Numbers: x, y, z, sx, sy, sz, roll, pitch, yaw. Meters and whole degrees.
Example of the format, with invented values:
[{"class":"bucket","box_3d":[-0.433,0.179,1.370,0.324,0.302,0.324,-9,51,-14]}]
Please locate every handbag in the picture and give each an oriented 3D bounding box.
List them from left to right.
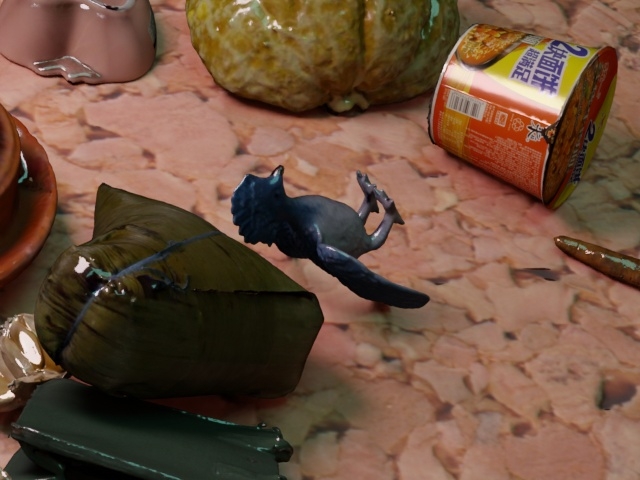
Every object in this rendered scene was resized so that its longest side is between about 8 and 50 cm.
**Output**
[{"class":"handbag","box_3d":[-0.155,0.206,1.622,0.260,0.079,0.247,12,6,-3]}]

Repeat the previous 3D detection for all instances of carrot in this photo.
[{"class":"carrot","box_3d":[0.352,0.029,2.083,0.165,0.035,0.035,20,42,9]}]

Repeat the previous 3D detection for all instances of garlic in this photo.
[{"class":"garlic","box_3d":[-0.296,0.128,1.762,0.113,0.074,0.094,-26,49,-29]}]

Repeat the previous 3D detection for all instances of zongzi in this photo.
[{"class":"zongzi","box_3d":[-0.213,0.020,1.791,0.360,0.160,0.323,41,17,33]}]

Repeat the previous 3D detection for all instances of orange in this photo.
[{"class":"orange","box_3d":[0.012,-0.313,2.234,0.369,0.210,0.271,-6,48,-18]}]

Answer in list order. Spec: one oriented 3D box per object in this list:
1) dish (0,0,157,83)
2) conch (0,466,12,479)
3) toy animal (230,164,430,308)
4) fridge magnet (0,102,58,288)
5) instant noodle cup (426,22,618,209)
[{"class":"dish","box_3d":[-0.300,-0.290,2.202,0.213,0.090,0.213,8,41,-8]},{"class":"conch","box_3d":[-0.276,0.307,1.446,0.159,0.291,0.210,-33,12,-14]},{"class":"toy animal","box_3d":[0.000,0.000,1.891,0.176,0.255,0.239,-35,35,-17]},{"class":"fridge magnet","box_3d":[-0.459,-0.064,1.862,0.364,0.155,0.363,8,43,-8]},{"class":"instant noodle cup","box_3d":[0.242,-0.164,2.147,0.174,0.213,0.213,23,42,21]}]
